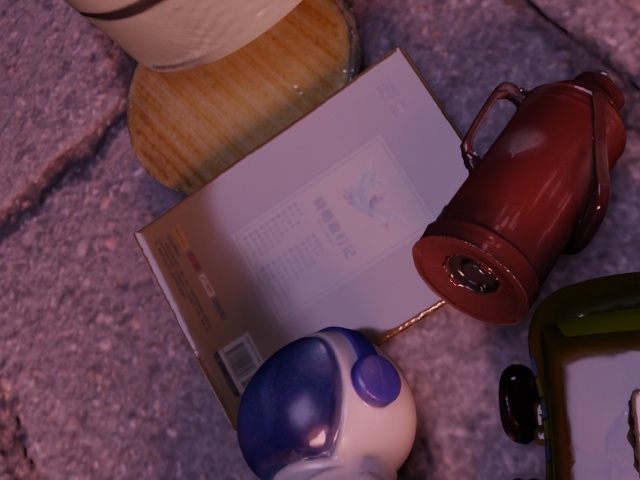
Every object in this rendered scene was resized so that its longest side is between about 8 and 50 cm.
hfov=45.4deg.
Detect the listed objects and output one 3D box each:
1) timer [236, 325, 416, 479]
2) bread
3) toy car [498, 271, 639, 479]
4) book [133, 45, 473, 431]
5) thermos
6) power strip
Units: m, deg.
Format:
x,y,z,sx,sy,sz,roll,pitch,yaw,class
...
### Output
x,y,z,sx,sy,sz,roll,pitch,yaw,class
0.015,0.239,0.526,0.270,0.270,0.384,-21,52,16,timer
-0.080,-0.160,0.786,0.266,0.040,0.267,-7,71,21,bread
0.204,0.136,0.476,0.204,0.198,0.248,-6,71,22,toy car
0.000,0.000,0.687,0.310,0.021,0.217,-33,75,11,book
0.166,-0.055,0.593,0.124,0.099,0.232,35,66,6,thermos
-0.118,-0.339,0.738,0.357,0.161,0.358,-20,51,27,power strip
